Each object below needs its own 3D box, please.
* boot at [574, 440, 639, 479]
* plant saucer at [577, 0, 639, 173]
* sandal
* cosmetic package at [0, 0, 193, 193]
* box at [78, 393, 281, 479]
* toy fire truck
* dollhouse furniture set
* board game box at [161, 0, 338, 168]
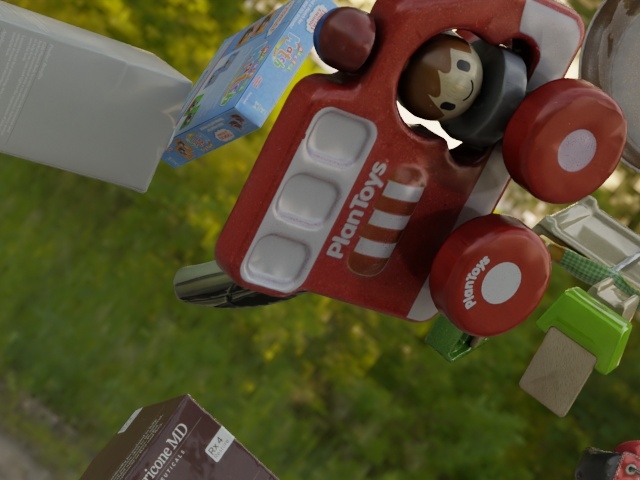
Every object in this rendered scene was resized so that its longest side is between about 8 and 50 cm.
[{"bbox_3d":[0.256,0.258,1.383,0.088,0.176,0.244,26,4,-26],"label":"boot"},{"bbox_3d":[0.450,-0.195,1.945,0.310,0.310,0.050,41,-2,29],"label":"plant saucer"},{"bbox_3d":[-0.002,0.000,1.634,0.120,0.303,0.086,45,38,-64],"label":"sandal"},{"bbox_3d":[-0.255,-0.141,1.629,0.238,0.127,0.107,17,14,-41],"label":"cosmetic package"},{"bbox_3d":[-0.175,0.327,2.130,0.203,0.168,0.167,45,-31,-15],"label":"box"},{"bbox_3d":[0.077,-0.074,1.369,0.254,0.302,0.169,16,18,-36],"label":"toy fire truck"},{"bbox_3d":[0.293,0.079,1.970,0.197,0.151,0.301,36,27,19],"label":"dollhouse furniture set"},{"bbox_3d":[-0.080,-0.162,1.744,0.039,0.160,0.211,39,-24,-16],"label":"board game box"}]
